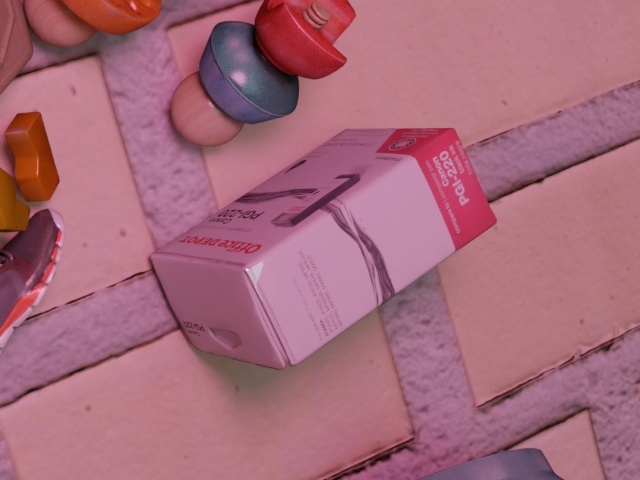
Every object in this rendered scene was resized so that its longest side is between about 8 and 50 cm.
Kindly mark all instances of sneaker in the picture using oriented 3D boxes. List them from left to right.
[{"bbox_3d":[-0.242,0.037,1.156,0.065,0.061,0.158,35,73,-21],"label":"sneaker"}]

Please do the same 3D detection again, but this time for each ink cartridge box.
[{"bbox_3d":[0.000,0.000,1.243,0.218,0.158,0.092,-36,111,-26],"label":"ink cartridge box"}]

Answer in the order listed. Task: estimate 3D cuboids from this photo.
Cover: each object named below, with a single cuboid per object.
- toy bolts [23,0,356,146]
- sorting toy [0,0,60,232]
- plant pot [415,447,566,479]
[{"bbox_3d":[-0.099,-0.186,1.222,0.228,0.158,0.218,44,29,-15],"label":"toy bolts"},{"bbox_3d":[-0.251,-0.132,1.063,0.229,0.041,0.307,-73,157,-56],"label":"sorting toy"},{"bbox_3d":[0.131,0.285,1.288,0.293,0.293,0.196,-9,70,-31],"label":"plant pot"}]
